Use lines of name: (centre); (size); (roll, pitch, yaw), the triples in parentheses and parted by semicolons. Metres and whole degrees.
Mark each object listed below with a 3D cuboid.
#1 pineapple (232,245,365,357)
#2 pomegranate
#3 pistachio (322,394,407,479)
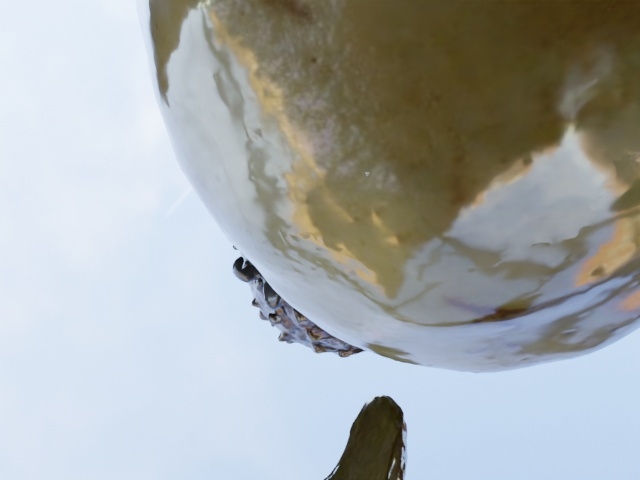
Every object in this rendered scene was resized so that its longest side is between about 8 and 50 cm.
pineapple: (0.000, 0.000, 0.855); (0.157, 0.278, 0.158); (-3, -102, 13)
pomegranate: (0.065, -0.106, 0.550); (0.332, 0.333, 0.333); (2, -142, -2)
pistachio: (0.035, 0.211, 0.971); (0.089, 0.049, 0.173); (-19, -142, 38)
